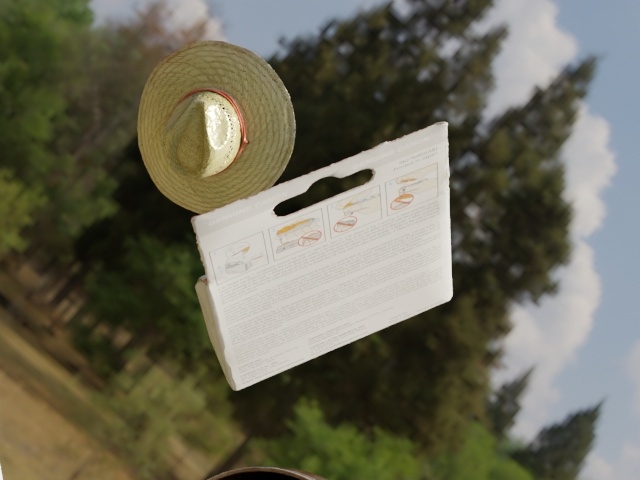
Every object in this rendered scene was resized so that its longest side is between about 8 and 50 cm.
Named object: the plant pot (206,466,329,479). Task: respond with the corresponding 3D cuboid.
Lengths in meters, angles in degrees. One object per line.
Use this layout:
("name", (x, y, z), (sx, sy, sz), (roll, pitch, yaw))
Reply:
("plant pot", (-0.031, 0.314, 1.674), (0.215, 0.215, 0.230), (41, 8, 9))

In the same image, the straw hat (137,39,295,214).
("straw hat", (-0.094, -0.083, 1.347), (0.144, 0.144, 0.061), (41, 21, 5))

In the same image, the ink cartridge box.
("ink cartridge box", (0.000, 0.000, 1.167), (0.225, 0.181, 0.056), (81, -15, -55))

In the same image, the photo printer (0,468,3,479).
("photo printer", (-0.441, 0.201, 1.523), (0.307, 0.107, 0.256), (2, -66, 18))
